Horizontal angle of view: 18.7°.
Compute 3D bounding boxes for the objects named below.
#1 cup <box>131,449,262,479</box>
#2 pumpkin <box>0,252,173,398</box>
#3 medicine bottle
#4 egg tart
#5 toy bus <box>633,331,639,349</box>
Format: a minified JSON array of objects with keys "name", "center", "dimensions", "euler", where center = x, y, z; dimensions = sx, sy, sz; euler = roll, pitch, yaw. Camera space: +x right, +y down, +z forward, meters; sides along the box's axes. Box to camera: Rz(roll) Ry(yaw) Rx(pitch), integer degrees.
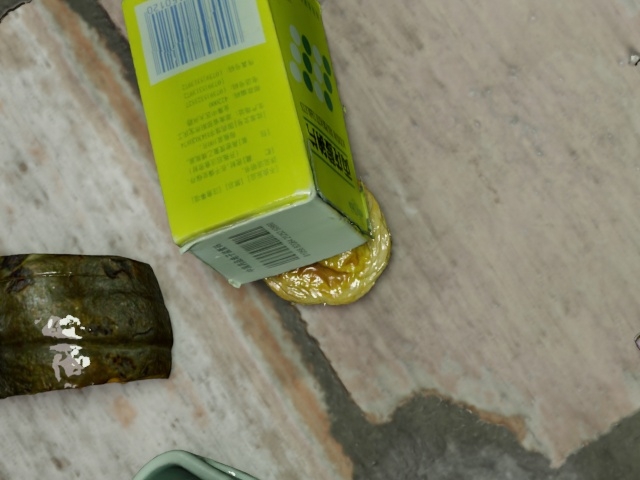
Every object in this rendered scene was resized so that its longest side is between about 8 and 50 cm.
[{"name":"cup","center":[-0.100,0.403,1.632],"dimensions":[0.310,0.401,0.392],"euler":[42,117,-13]},{"name":"pumpkin","center":[-0.265,0.079,1.747],"dimensions":[0.248,0.126,0.131],"euler":[-10,86,16]},{"name":"medicine bottle","center":[-0.062,-0.103,1.650],"dimensions":[0.141,0.137,0.250],"euler":[-18,67,13]},{"name":"egg tart","center":[0.000,0.000,1.712],"dimensions":[0.130,0.052,0.130],"euler":[0,90,14]},{"name":"toy bus","center":[0.331,0.134,1.614],"dimensions":[0.057,0.072,0.172],"euler":[-39,82,8]}]
